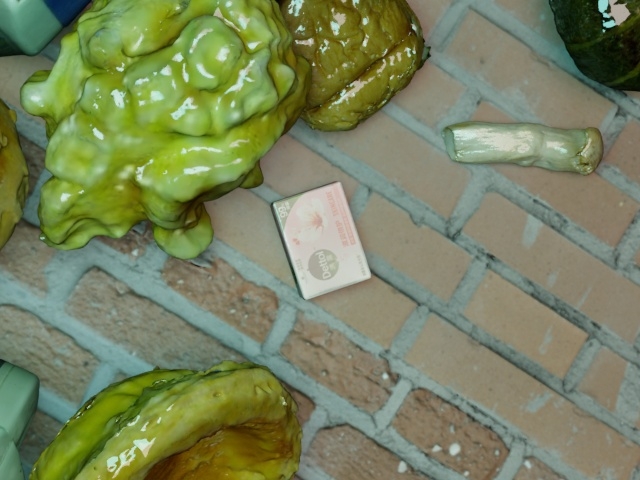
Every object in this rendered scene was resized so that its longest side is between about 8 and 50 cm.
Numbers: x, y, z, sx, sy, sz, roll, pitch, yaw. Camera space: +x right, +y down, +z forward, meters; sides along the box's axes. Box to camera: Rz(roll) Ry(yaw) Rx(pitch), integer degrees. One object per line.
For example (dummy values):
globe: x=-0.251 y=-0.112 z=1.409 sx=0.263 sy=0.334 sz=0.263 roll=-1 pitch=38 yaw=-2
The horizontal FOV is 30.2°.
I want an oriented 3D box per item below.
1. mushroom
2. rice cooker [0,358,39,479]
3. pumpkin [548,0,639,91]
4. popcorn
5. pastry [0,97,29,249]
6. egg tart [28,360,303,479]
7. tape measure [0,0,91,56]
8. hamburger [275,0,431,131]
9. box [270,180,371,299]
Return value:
mushroom: x=0.250 y=-0.117 z=1.456 sx=0.202 sy=0.054 sz=0.059 roll=6 pitch=91 yaw=-3
rice cooker: x=-0.443 y=0.223 z=1.246 sx=0.277 sy=0.288 sz=0.288 roll=24 pitch=87 yaw=-6
pumpkin: x=0.379 y=-0.286 z=1.421 sx=0.223 sy=0.157 sz=0.224 roll=-2 pitch=94 yaw=-25
popcorn: x=-0.174 y=-0.155 z=1.281 sx=0.274 sy=0.335 sz=0.279 roll=25 pitch=45 yaw=-41
pastry: x=-0.461 y=-0.089 z=1.241 sx=0.284 sy=0.184 sz=0.316 roll=-35 pitch=71 yaw=-18
egg tart: x=-0.186 y=0.270 z=1.282 sx=0.169 sy=0.388 sz=0.388 roll=38 pitch=84 yaw=27
tape measure: x=-0.370 y=-0.321 z=1.261 sx=0.259 sy=0.262 sz=0.138 roll=44 pitch=78 yaw=7
hamburger: x=0.018 y=-0.241 z=1.385 sx=0.183 sy=0.130 sz=0.206 roll=-38 pitch=97 yaw=-4
box: x=0.000 y=0.000 z=1.423 sx=0.089 sy=0.043 sz=0.125 roll=-20 pitch=93 yaw=-7
